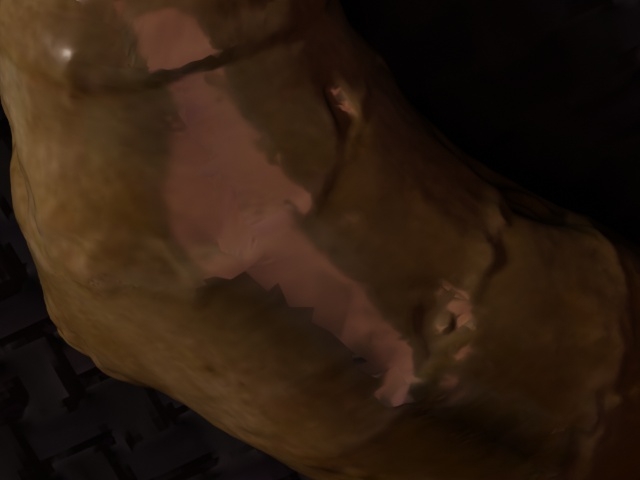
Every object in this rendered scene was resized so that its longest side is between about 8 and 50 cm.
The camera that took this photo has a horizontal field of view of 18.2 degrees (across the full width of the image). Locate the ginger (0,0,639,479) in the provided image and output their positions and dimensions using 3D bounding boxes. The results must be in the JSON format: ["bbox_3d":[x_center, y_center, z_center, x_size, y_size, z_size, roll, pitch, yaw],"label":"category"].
[{"bbox_3d":[0.001,-0.002,0.400,0.190,0.069,0.095,35,84,-17],"label":"ginger"}]
